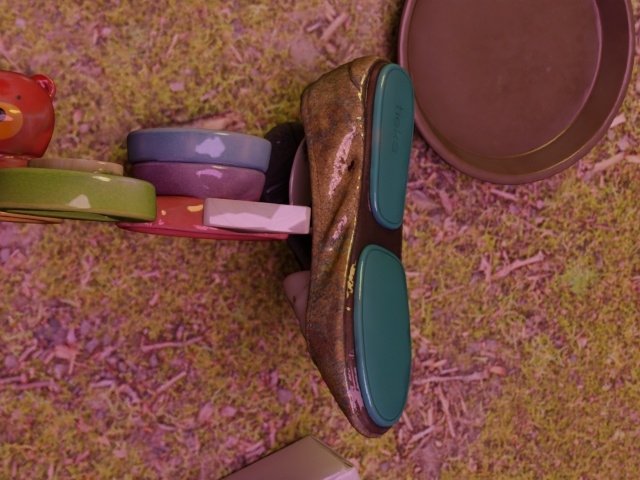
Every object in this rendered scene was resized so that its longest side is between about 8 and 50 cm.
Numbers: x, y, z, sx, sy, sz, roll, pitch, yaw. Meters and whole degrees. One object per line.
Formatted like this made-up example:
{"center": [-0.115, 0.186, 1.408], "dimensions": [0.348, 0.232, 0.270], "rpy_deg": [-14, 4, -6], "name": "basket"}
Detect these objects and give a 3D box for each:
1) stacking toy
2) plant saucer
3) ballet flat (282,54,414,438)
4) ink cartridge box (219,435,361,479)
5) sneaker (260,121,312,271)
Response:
{"center": [-0.161, -0.076, 1.170], "dimensions": [0.308, 0.279, 0.130], "rpy_deg": [5, 87, -23], "name": "stacking toy"}
{"center": [0.196, -0.196, 1.421], "dimensions": [0.277, 0.041, 0.278], "rpy_deg": [-4, 101, -23], "name": "plant saucer"}
{"center": [0.021, 0.005, 1.241], "dimensions": [0.123, 0.123, 0.349], "rpy_deg": [11, 71, -25], "name": "ballet flat"}
{"center": [-0.030, 0.362, 1.386], "dimensions": [0.198, 0.115, 0.273], "rpy_deg": [-24, 109, -18], "name": "ink cartridge box"}
{"center": [0.000, 0.000, 1.357], "dimensions": [0.087, 0.130, 0.228], "rpy_deg": [-26, 81, -12], "name": "sneaker"}
